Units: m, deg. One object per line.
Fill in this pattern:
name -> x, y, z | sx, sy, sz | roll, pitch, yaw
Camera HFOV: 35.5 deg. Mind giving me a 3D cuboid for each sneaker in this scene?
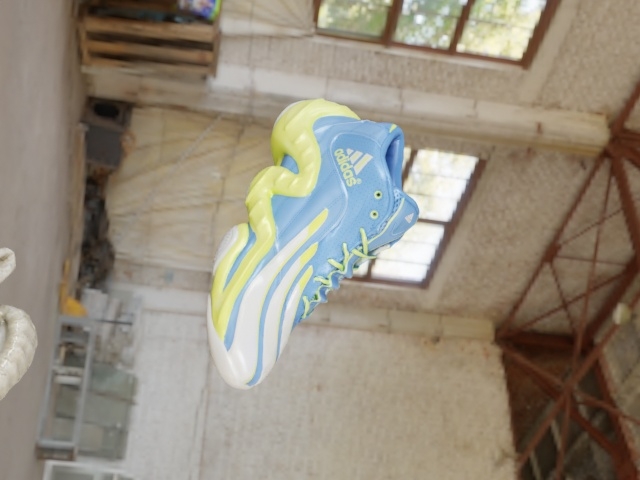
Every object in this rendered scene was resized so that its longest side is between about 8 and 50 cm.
sneaker -> 0.000, 0.000, 0.751 | 0.091, 0.126, 0.240 | 44, 57, -57

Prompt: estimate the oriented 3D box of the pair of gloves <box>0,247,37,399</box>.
pair of gloves -> -0.179, 0.120, 0.332 | 0.204, 0.042, 0.240 | -53, -177, 38
